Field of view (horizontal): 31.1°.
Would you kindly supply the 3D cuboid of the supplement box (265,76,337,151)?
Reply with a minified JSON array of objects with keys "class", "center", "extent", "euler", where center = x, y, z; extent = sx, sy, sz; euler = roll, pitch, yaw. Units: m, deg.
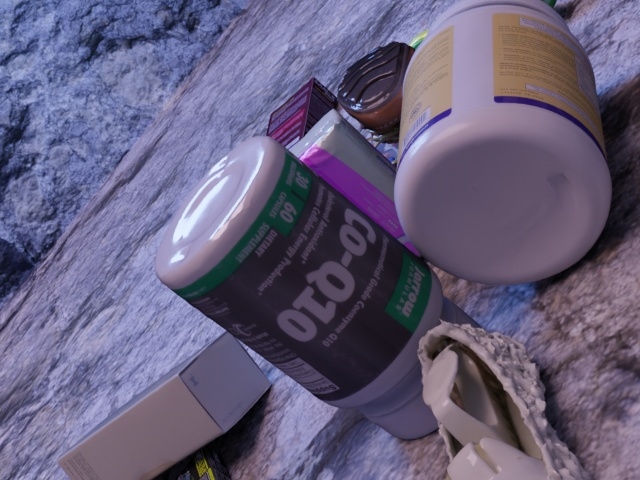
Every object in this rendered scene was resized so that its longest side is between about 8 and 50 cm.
[{"class":"supplement box","center":[-0.043,-0.197,2.209],"extent":[0.130,0.073,0.239],"euler":[-37,27,30]}]

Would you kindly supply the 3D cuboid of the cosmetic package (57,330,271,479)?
[{"class":"cosmetic package","center":[-0.239,0.276,1.743],"extent":[0.309,0.113,0.160],"euler":[-35,3,34]}]

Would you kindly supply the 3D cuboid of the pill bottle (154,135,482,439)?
[{"class":"pill bottle","center":[0.008,0.063,1.319],"extent":[0.204,0.361,0.204],"euler":[-42,24,24]}]

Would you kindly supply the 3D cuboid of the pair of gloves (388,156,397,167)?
[{"class":"pair of gloves","center":[0.044,-0.048,1.742],"extent":[0.198,0.023,0.159],"euler":[-44,9,10]}]

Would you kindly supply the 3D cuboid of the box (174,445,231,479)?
[{"class":"box","center":[-0.192,0.403,1.613],"extent":[0.184,0.045,0.191],"euler":[-49,21,2]}]

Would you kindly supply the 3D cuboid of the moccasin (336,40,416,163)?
[{"class":"moccasin","center":[0.102,-0.201,1.691],"extent":[0.139,0.147,0.380],"euler":[-36,8,1]}]

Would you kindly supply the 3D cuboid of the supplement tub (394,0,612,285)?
[{"class":"supplement tub","center":[0.215,-0.133,1.381],"extent":[0.241,0.241,0.331],"euler":[-38,25,31]}]

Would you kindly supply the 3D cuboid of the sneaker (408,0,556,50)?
[{"class":"sneaker","center":[0.254,-0.308,1.793],"extent":[0.295,0.109,0.123],"euler":[-31,47,44]}]

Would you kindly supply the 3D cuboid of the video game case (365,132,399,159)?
[{"class":"video game case","center":[0.104,-0.104,1.829],"extent":[0.248,0.035,0.275],"euler":[-54,22,-7]}]

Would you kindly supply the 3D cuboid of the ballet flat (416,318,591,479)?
[{"class":"ballet flat","center":[0.162,0.211,1.100],"extent":[0.147,0.147,0.409],"euler":[-45,24,16]}]

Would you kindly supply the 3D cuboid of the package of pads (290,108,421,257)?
[{"class":"package of pads","center":[0.000,0.000,1.614],"extent":[0.296,0.229,0.101],"euler":[-44,18,15]}]
